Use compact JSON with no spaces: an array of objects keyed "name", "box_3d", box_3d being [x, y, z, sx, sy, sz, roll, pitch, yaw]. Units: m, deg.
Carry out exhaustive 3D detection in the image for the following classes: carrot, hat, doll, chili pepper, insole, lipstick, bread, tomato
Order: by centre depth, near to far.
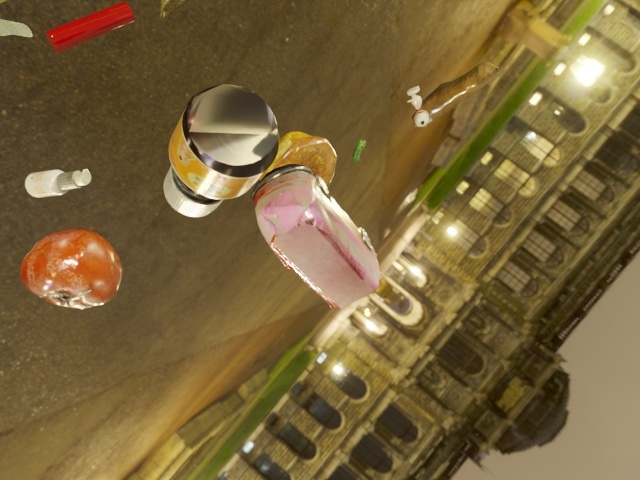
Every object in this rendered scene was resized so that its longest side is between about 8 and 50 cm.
[{"name":"doll","box_3d":[0.198,-0.268,1.024,0.040,0.085,0.058,-20,-171,16]},{"name":"carrot","box_3d":[0.317,-0.350,1.186,0.070,0.070,0.342,-49,-171,-12]},{"name":"insole","box_3d":[-0.791,-0.535,1.268,0.053,0.153,0.002,86,20,-54]},{"name":"tomato","box_3d":[-0.617,0.069,1.279,0.232,0.232,0.188,113,-16,-63]},{"name":"bread","box_3d":[-0.073,-0.226,1.634,0.269,0.146,0.268,-25,132,-30]},{"name":"lipstick","box_3d":[-0.745,-0.699,1.644,0.280,0.073,0.073,-34,166,-21]},{"name":"hat","box_3d":[-0.502,-0.813,1.667,0.146,0.067,0.146,-40,-165,13]},{"name":"chili pepper","box_3d":[0.131,-0.308,1.735,0.034,0.030,0.091,-64,173,-64]}]

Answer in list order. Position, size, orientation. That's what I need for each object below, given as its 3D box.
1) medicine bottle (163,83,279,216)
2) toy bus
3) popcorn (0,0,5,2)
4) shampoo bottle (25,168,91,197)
[{"name":"medicine bottle","box_3d":[-0.271,-0.200,1.297,0.242,0.242,0.395,-46,-177,-32]},{"name":"toy bus","box_3d":[0.000,0.000,0.929,0.128,0.147,0.302,-26,138,16]},{"name":"popcorn","box_3d":[-0.501,-0.406,0.635,0.255,0.256,0.195,-38,-163,20]},{"name":"shampoo bottle","box_3d":[-0.743,-0.166,1.434,0.074,0.192,0.073,-4,90,-75]}]
